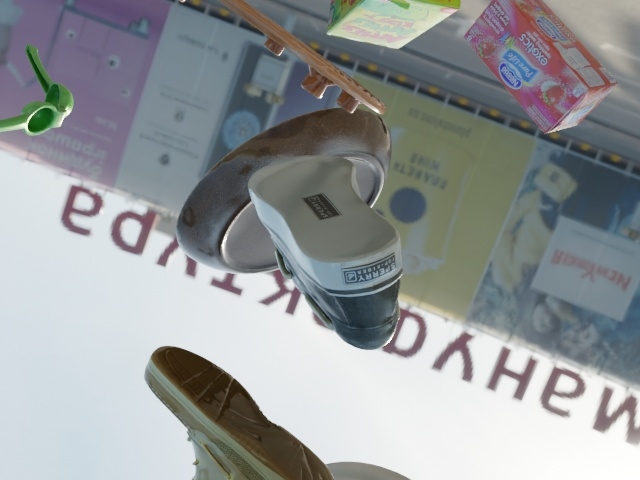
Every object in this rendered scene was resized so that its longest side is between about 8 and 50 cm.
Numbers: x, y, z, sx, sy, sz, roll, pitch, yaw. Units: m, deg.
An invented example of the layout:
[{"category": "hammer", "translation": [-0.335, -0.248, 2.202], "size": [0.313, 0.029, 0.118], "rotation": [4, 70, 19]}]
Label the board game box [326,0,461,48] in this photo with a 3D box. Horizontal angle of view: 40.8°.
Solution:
[{"category": "board game box", "translation": [0.076, -0.257, 0.937], "size": [0.092, 0.043, 0.181], "rotation": [8, 177, -14]}]

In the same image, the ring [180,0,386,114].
[{"category": "ring", "translation": [-0.079, -0.214, 0.817], "size": [0.337, 0.032, 0.336], "rotation": [34, -169, -7]}]

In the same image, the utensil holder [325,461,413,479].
[{"category": "utensil holder", "translation": [0.002, 0.536, 1.157], "size": [0.328, 0.327, 0.385], "rotation": [24, -153, 18]}]

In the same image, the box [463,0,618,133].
[{"category": "box", "translation": [0.409, -0.338, 1.610], "size": [0.128, 0.122, 0.257], "rotation": [-18, -114, -46]}]

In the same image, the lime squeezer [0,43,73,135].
[{"category": "lime squeezer", "translation": [-0.420, -0.205, 1.250], "size": [0.110, 0.059, 0.310], "rotation": [42, -155, -22]}]

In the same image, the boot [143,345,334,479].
[{"category": "boot", "translation": [-0.138, 0.267, 1.002], "size": [0.262, 0.203, 0.095], "rotation": [40, -157, 1]}]

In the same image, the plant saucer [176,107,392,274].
[{"category": "plant saucer", "translation": [-0.033, -0.047, 1.110], "size": [0.311, 0.310, 0.050], "rotation": [7, -135, -53]}]

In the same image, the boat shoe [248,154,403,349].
[{"category": "boat shoe", "translation": [0.000, 0.000, 0.580], "size": [0.078, 0.070, 0.219], "rotation": [-12, -155, -7]}]
